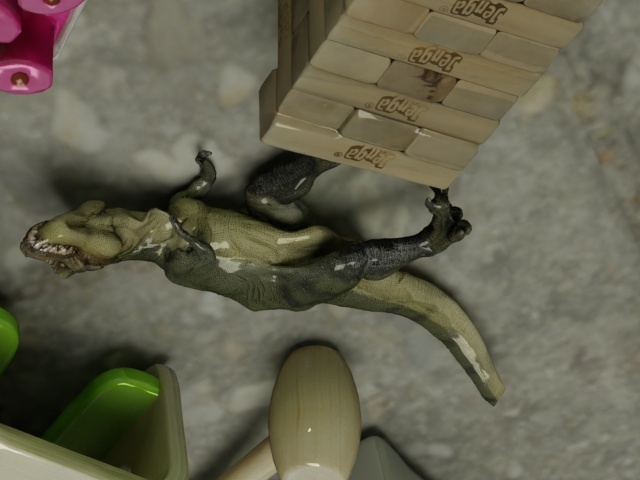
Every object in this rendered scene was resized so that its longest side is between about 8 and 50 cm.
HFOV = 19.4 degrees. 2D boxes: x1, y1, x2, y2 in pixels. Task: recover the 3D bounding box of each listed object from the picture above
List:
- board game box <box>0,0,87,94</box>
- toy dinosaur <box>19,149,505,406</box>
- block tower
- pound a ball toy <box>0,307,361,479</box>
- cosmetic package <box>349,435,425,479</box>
[{"bbox_3d":[-0.198,-0.258,0.628,0.390,0.050,0.390,18,124,-22],"label":"board game box"},{"bbox_3d":[0.000,0.000,0.865,0.268,0.064,0.118,18,131,-24],"label":"toy dinosaur"},{"bbox_3d":[0.081,-0.152,0.672,0.091,0.097,0.335,14,142,-20],"label":"block tower"},{"bbox_3d":[-0.144,0.165,0.926,0.208,0.136,0.319,26,121,-26],"label":"pound a ball toy"},{"bbox_3d":[-0.071,0.327,1.050,0.453,0.161,0.230,-33,127,18],"label":"cosmetic package"}]
